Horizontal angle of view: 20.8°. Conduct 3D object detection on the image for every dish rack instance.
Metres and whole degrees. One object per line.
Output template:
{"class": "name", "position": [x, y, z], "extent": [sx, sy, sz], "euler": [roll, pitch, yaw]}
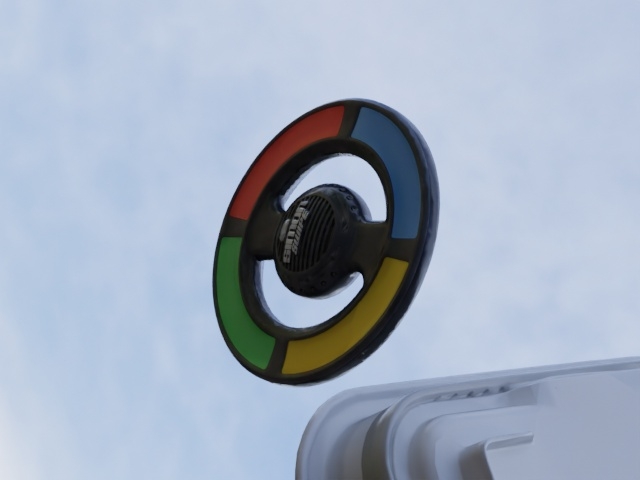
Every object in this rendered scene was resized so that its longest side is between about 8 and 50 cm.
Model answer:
{"class": "dish rack", "position": [0.149, 0.197, 0.722], "extent": [0.072, 0.286, 0.332], "euler": [-37, -115, 44]}

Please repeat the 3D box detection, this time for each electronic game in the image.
{"class": "electronic game", "position": [0.000, 0.000, 1.324], "extent": [0.229, 0.048, 0.229], "euler": [-22, -122, 39]}
